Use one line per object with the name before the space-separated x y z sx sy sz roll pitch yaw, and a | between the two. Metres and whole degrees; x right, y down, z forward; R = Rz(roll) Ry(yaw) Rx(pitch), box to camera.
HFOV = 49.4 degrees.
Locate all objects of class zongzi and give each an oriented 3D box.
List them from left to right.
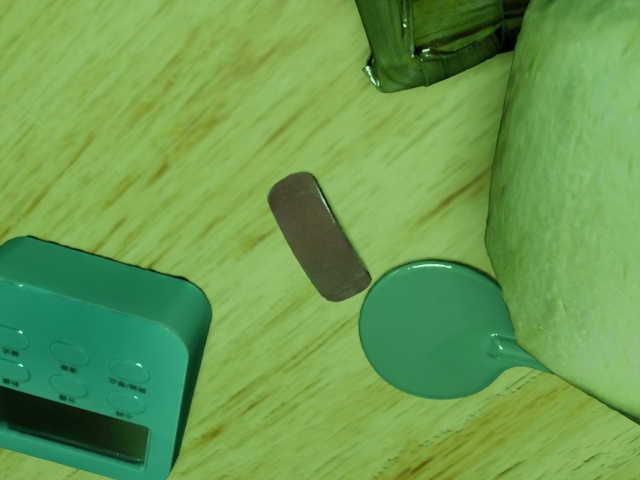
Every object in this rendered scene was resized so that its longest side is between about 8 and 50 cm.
zongzi | 0.123 -0.251 0.533 0.242 0.112 0.221 -21 94 -10

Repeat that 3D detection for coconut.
coconut | 0.301 -0.026 0.457 0.415 0.345 0.416 2 112 4

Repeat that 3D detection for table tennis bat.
table tennis bat | 0.155 0.097 0.681 0.237 0.038 0.149 11 109 5

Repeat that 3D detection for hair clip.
hair clip | -0.001 0.000 0.664 0.054 0.022 0.137 -25 106 16

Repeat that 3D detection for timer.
timer | -0.246 0.142 0.704 0.231 0.091 0.250 15 114 -1
